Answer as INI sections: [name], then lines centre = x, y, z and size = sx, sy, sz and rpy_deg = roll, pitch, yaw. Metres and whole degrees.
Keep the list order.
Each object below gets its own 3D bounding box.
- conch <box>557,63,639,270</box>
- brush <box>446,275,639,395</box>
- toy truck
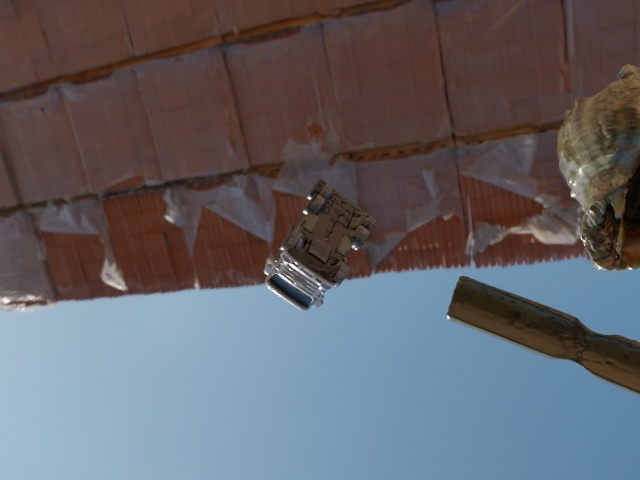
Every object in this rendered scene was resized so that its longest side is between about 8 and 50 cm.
[conch]
centre = 0.447, -0.105, 0.903
size = 0.210, 0.291, 0.159
rpy_deg = 8, -170, -5
[brush]
centre = 0.222, 0.090, 0.488
size = 0.248, 0.043, 0.036
rpy_deg = 20, 180, 13
[toy truck]
centre = 0.000, 0.000, 0.954
size = 0.114, 0.124, 0.253
rpy_deg = 35, -143, -4
